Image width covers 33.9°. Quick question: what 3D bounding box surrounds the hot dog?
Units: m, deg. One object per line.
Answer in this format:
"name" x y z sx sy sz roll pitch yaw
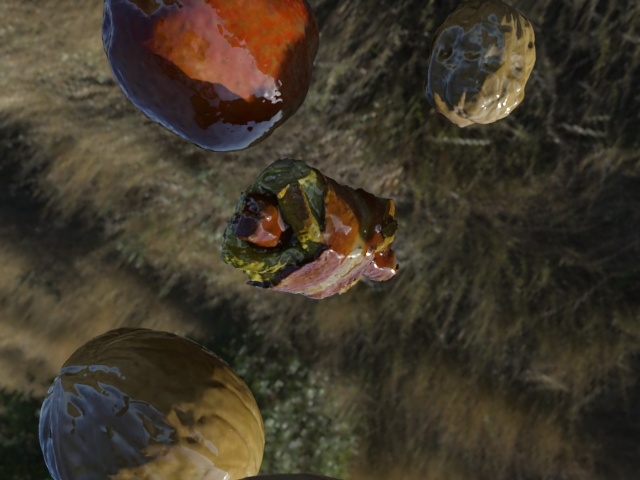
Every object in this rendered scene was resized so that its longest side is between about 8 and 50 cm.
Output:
"hot dog" 0.000 0.000 1.066 0.213 0.146 0.103 14 -152 -37

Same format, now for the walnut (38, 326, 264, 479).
"walnut" -0.167 0.190 1.032 0.228 0.228 0.228 30 161 12

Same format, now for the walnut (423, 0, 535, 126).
"walnut" 0.118 -0.131 0.781 0.082 0.096 0.079 11 -169 -30

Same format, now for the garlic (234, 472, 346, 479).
"garlic" 0.010 0.219 0.331 0.317 0.317 0.259 43 -158 -25

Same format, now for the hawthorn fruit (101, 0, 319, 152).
"hawthorn fruit" -0.132 -0.213 1.067 0.262 0.210 0.210 33 166 -39
